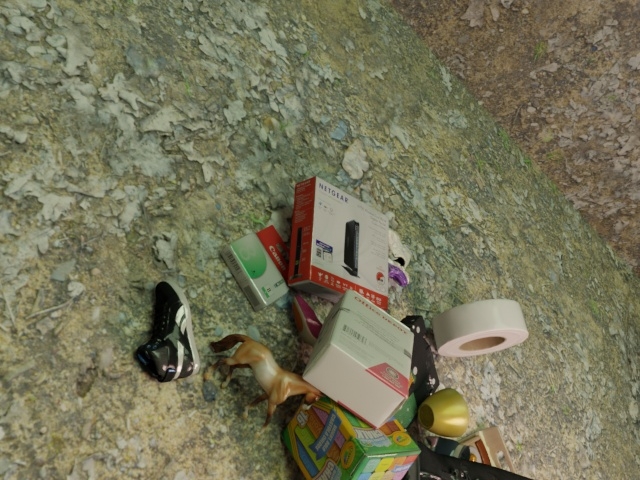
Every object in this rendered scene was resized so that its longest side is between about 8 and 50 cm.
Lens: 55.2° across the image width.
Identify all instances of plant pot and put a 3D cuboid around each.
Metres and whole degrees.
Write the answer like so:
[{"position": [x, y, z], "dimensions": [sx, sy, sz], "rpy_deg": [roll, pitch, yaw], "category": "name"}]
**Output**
[{"position": [0.323, 0.475, 1.670], "dimensions": [0.095, 0.134, 0.134], "rpy_deg": [2, 64, -32], "category": "plant pot"}]

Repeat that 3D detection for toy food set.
[{"position": [0.470, 0.684, 1.776], "dimensions": [0.306, 0.092, 0.219], "rpy_deg": [-2, 67, -46], "category": "toy food set"}]

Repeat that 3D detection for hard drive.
[{"position": [0.212, 0.382, 1.674], "dimensions": [0.339, 0.064, 0.236], "rpy_deg": [-35, 114, -51], "category": "hard drive"}]

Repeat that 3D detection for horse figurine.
[{"position": [-0.138, 0.297, 1.338], "dimensions": [0.263, 0.174, 0.066], "rpy_deg": [48, 7, 12], "category": "horse figurine"}]

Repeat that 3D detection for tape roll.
[{"position": [0.496, 0.278, 1.911], "dimensions": [0.286, 0.286, 0.100], "rpy_deg": [16, 55, -39], "category": "tape roll"}]

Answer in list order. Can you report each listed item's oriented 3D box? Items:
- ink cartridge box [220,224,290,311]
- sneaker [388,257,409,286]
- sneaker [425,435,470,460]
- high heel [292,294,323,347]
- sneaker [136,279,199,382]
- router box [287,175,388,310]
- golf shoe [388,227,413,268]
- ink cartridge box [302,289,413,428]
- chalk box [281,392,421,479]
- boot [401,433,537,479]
[{"position": [-0.133, 0.058, 1.593], "dimensions": [0.225, 0.056, 0.181], "rpy_deg": [-32, 90, -48], "category": "ink cartridge box"}, {"position": [0.202, 0.094, 1.916], "dimensions": [0.170, 0.068, 0.071], "rpy_deg": [39, 58, -9], "category": "sneaker"}, {"position": [0.271, 0.658, 1.600], "dimensions": [0.319, 0.131, 0.112], "rpy_deg": [-49, 136, -31], "category": "sneaker"}, {"position": [0.018, 0.233, 1.565], "dimensions": [0.117, 0.082, 0.244], "rpy_deg": [-17, 58, -24], "category": "high heel"}, {"position": [-0.334, 0.188, 1.282], "dimensions": [0.121, 0.079, 0.216], "rpy_deg": [-5, 71, -49], "category": "sneaker"}, {"position": [0.060, 0.022, 1.720], "dimensions": [0.335, 0.082, 0.301], "rpy_deg": [24, 60, -43], "category": "router box"}, {"position": [0.230, 0.023, 1.974], "dimensions": [0.176, 0.069, 0.086], "rpy_deg": [37, 50, -22], "category": "golf shoe"}, {"position": [0.097, 0.261, 1.410], "dimensions": [0.207, 0.117, 0.283], "rpy_deg": [35, 22, -2], "category": "ink cartridge box"}, {"position": [0.079, 0.471, 1.350], "dimensions": [0.180, 0.179, 0.289], "rpy_deg": [12, 24, -41], "category": "chalk box"}, {"position": [0.345, 0.686, 1.425], "dimensions": [0.445, 0.146, 0.367], "rpy_deg": [28, 49, -19], "category": "boot"}]
